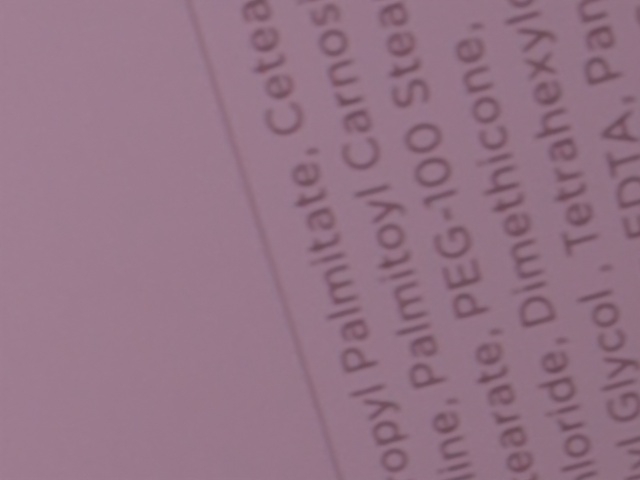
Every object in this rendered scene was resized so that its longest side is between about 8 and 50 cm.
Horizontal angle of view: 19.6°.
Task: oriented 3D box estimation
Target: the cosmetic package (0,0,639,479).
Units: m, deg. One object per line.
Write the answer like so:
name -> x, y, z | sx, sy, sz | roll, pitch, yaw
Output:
cosmetic package -> 0.000, 0.000, 0.539 | 0.329, 0.394, 0.327 | -100, -6, -70
